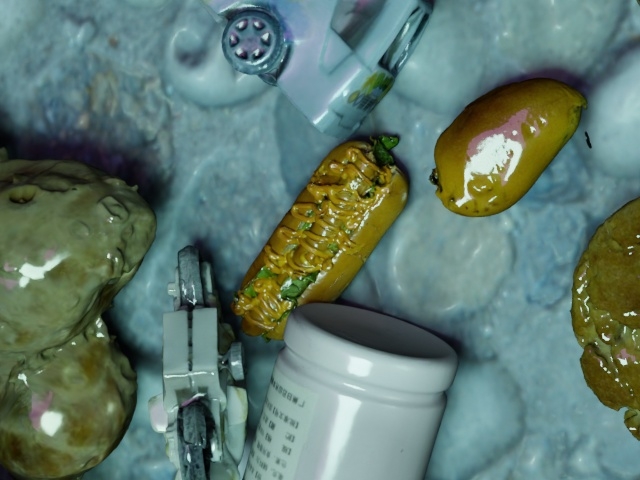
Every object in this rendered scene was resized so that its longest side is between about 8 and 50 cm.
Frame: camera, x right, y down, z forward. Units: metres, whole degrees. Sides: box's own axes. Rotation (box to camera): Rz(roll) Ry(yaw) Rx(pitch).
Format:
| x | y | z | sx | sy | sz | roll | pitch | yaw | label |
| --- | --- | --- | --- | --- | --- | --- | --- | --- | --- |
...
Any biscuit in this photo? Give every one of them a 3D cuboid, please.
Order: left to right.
| x | y | z | sx | sy | sz | roll | pitch | yaw | label |
| --- | --- | --- | --- | --- | --- | --- | --- | --- | --- |
| 0.272 | 0.061 | 1.217 | 0.225 | 0.042 | 0.226 | 11 | 118 | 21 | biscuit |

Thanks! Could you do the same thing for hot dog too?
| x | y | z | sx | sy | sz | roll | pitch | yaw | label |
| --- | --- | --- | --- | --- | --- | --- | --- | --- | --- |
| 0.000 | 0.000 | 1.338 | 0.072 | 0.055 | 0.188 | 40 | 108 | 14 | hot dog |

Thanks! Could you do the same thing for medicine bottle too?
| x | y | z | sx | sy | sz | roll | pitch | yaw | label |
| --- | --- | --- | --- | --- | --- | --- | --- | --- | --- |
| 0.008 | 0.182 | 1.312 | 0.133 | 0.133 | 0.250 | 18 | 101 | 18 | medicine bottle |

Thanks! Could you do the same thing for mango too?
| x | y | z | sx | sy | sz | roll | pitch | yaw | label |
| --- | --- | --- | --- | --- | --- | --- | --- | --- | --- |
| 0.134 | -0.070 | 1.278 | 0.127 | 0.063 | 0.077 | -41 | 76 | 14 | mango |

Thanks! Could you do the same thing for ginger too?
| x | y | z | sx | sy | sz | roll | pitch | yaw | label |
| --- | --- | --- | --- | --- | --- | --- | --- | --- | --- |
| -0.278 | 0.006 | 1.384 | 0.375 | 0.176 | 0.256 | 38 | 122 | 13 | ginger |

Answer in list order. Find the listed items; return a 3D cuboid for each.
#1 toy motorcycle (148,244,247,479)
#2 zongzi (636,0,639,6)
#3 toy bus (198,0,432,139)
| x | y | z | sx | sy | sz | roll | pitch | yaw | label |
| --- | --- | --- | --- | --- | --- | --- | --- | --- | --- |
| -0.088 | 0.117 | 1.328 | 0.074 | 0.229 | 0.151 | -7 | 133 | -1 | toy motorcycle |
| 0.249 | -0.163 | 1.129 | 0.111 | 0.241 | 0.248 | -29 | 85 | 20 | zongzi |
| -0.060 | -0.229 | 1.316 | 0.136 | 0.109 | 0.330 | -43 | 81 | 8 | toy bus |
